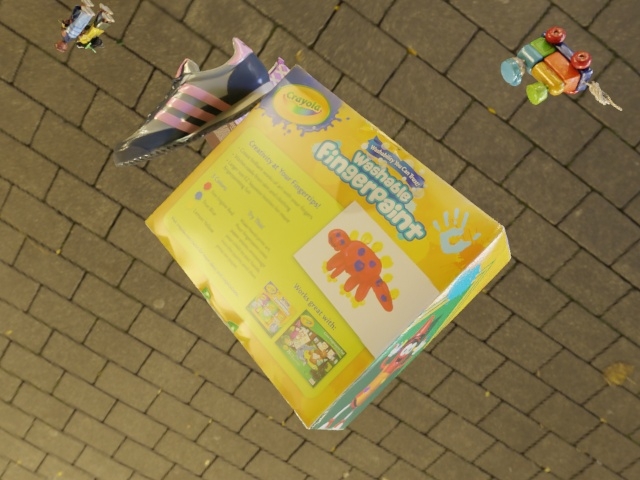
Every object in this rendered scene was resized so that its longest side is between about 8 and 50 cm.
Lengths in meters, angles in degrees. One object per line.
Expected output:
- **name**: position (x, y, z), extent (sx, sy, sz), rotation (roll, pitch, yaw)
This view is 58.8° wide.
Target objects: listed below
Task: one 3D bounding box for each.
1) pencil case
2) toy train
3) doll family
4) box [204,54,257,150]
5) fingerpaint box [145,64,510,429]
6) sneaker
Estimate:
- **pencil case**: position (-0.149, -0.374, 1.471), extent (0.206, 0.086, 0.088), rotation (-48, 145, -6)
- **toy train**: position (0.526, -0.345, 1.257), extent (0.143, 0.248, 0.105), rotation (-28, 154, -4)
- **doll family**: position (-0.525, -0.467, 1.254), extent (0.111, 0.193, 0.076), rotation (-39, 91, 13)
- **box**: position (-0.238, -0.365, 1.746), extent (0.191, 0.143, 0.381), rotation (56, 153, 5)
- **fingerpaint box**: position (0.000, 0.000, 0.897), extent (0.371, 0.163, 0.445), rotation (-47, 62, 1)
- **sneaker**: position (-0.244, -0.245, 1.020), extent (0.319, 0.112, 0.131), rotation (-29, 101, -7)
